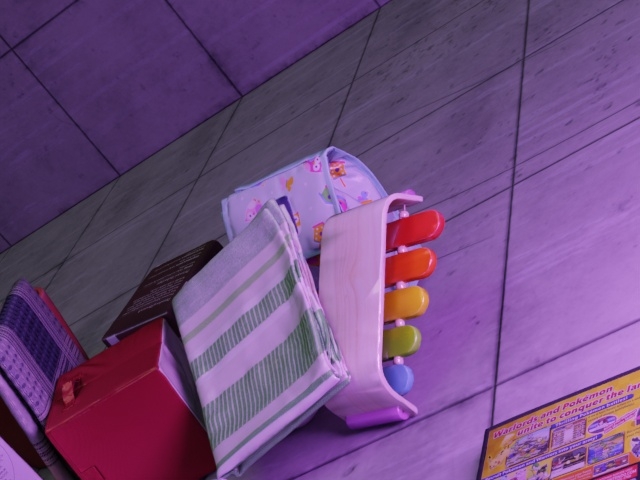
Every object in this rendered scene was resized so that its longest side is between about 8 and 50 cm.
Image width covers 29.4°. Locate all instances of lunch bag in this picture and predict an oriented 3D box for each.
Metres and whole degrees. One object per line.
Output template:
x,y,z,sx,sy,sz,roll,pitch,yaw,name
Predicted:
0.000,0.000,1.827,0.223,0.262,0.160,-23,25,36,lunch bag

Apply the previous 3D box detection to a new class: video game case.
0.265,0.229,1.183,0.274,0.035,0.248,-28,22,30,video game case

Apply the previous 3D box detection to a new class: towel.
-0.414,0.242,1.910,0.056,0.324,0.312,-30,19,5,towel
-0.093,0.129,1.637,0.248,0.038,0.325,-44,45,23,towel

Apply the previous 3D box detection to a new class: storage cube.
-0.267,0.262,1.809,0.193,0.215,0.184,-30,20,6,storage cube

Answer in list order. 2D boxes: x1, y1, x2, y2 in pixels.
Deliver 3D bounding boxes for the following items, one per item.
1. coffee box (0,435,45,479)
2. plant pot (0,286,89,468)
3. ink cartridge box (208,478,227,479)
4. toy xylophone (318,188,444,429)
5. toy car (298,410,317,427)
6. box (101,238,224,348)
-0.565,0.431,1.773,0.338,0.334,0.337,-45,20,-18,coffee box
-0.534,0.264,2.228,0.275,0.243,0.275,-33,20,14,plant pot
-0.158,0.379,1.468,0.176,0.128,0.127,-19,28,46,ink cartridge box
0.044,0.084,1.606,0.236,0.081,0.323,-8,66,46,toy xylophone
-0.087,0.200,1.725,0.182,0.136,0.159,-33,20,16,toy car
-0.221,0.140,2.054,0.167,0.168,0.203,-23,25,36,box
